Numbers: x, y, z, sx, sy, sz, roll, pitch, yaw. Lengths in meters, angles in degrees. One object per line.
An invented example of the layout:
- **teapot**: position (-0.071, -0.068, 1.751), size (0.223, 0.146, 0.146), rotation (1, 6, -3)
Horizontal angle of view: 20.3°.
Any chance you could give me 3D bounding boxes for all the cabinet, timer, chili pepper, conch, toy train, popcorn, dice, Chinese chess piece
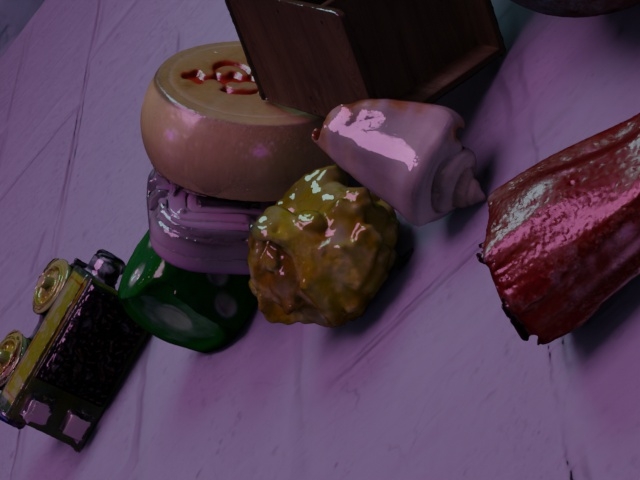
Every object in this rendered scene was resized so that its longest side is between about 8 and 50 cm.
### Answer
- **cabinet**: position (0.040, -0.229, 1.830), size (0.175, 0.148, 0.215), rotation (-35, 31, -24)
- **timer**: position (-0.094, -0.035, 1.975), size (0.208, 0.190, 0.069), rotation (-104, 18, -58)
- **chili pepper**: position (0.240, -0.037, 1.401), size (0.252, 0.136, 0.144), rotation (-38, -16, 22)
- **conch**: position (0.081, -0.082, 1.716), size (0.094, 0.176, 0.104), rotation (-33, -35, -34)
- **toy train**: position (-0.322, 0.139, 2.314), size (0.261, 0.134, 0.177), rotation (-60, 30, -1)
- **popcorn**: position (0.009, 0.007, 1.788), size (0.173, 0.142, 0.173), rotation (-39, 5, 4)
- **dice**: position (-0.148, 0.047, 2.059), size (0.131, 0.128, 0.120), rotation (-25, 38, 56)
- **Chinese chess piece**: position (-0.074, -0.135, 1.981), size (0.251, 0.250, 0.097), rotation (-103, 15, -60)

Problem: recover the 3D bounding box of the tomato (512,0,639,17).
- **tomato**: position (0.214, -0.353, 1.556), size (0.282, 0.317, 0.316), rotation (-42, 22, -4)
